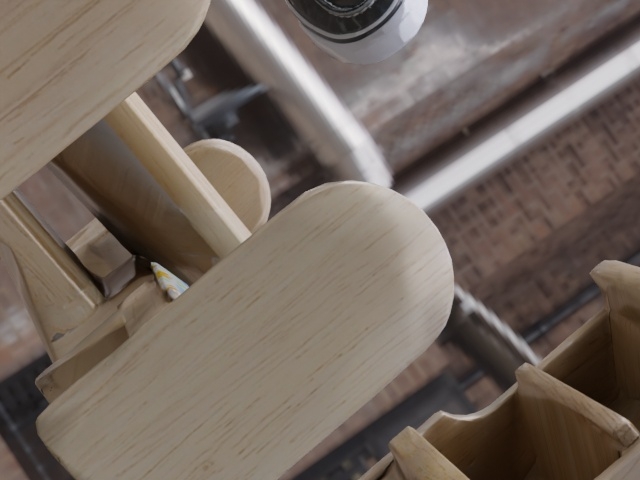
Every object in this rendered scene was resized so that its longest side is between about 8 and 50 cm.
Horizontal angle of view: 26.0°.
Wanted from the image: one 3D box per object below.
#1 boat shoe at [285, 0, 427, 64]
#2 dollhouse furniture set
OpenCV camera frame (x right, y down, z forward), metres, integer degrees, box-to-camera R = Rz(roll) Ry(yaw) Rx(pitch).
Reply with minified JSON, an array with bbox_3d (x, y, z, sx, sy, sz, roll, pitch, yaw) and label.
[{"bbox_3d":[-0.009,-0.267,1.140,0.105,0.113,0.306,41,23,-47],"label":"boat shoe"},{"bbox_3d":[0.000,0.000,0.634,0.394,0.256,0.362,51,-6,-12],"label":"dollhouse furniture set"}]
